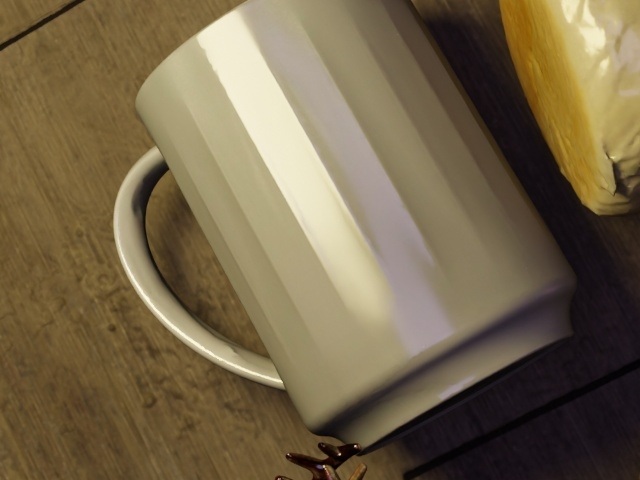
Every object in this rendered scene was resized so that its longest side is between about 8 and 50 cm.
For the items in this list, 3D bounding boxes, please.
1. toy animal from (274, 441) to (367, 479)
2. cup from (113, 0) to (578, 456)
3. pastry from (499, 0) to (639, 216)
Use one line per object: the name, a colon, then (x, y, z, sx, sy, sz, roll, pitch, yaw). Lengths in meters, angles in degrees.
toy animal: (0.038, 0.287, 1.380, 0.260, 0.087, 0.243, 34, 132, -8)
cup: (0.000, 0.000, 1.411, 0.323, 0.237, 0.327, -32, 81, 23)
pastry: (0.227, -0.139, 1.369, 0.133, 0.265, 0.265, -18, 83, -8)
